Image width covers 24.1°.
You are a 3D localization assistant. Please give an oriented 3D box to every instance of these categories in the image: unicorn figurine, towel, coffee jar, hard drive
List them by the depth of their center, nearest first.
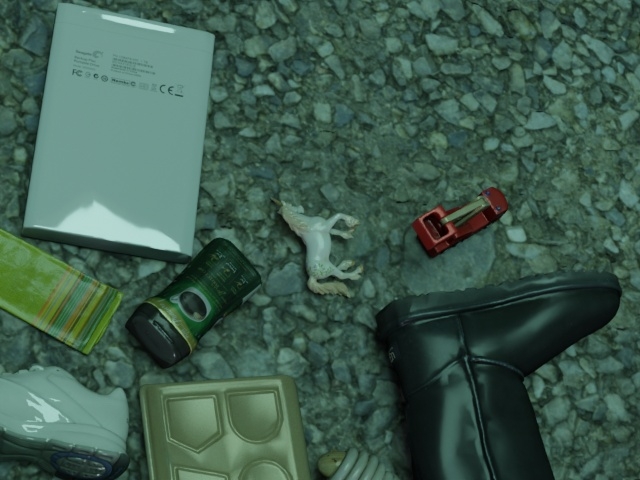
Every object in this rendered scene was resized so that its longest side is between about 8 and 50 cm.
[{"bbox_3d":[-0.389,0.056,2.010,0.237,0.021,0.102,29,62,-4],"label":"towel"},{"bbox_3d":[-0.173,0.086,2.035,0.096,0.079,0.184,49,62,-3],"label":"coffee jar"},{"bbox_3d":[-0.280,-0.153,2.117,0.233,0.047,0.353,10,65,-14],"label":"hard drive"},{"bbox_3d":[0.000,0.000,2.137,0.111,0.060,0.162,-2,69,-19],"label":"unicorn figurine"}]

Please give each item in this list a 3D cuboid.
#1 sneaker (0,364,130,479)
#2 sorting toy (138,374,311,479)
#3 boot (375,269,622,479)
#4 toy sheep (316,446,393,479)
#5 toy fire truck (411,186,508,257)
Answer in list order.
[{"bbox_3d":[-0.383,0.218,1.916,0.297,0.111,0.129,18,49,-15],"label":"sneaker"},{"bbox_3d":[-0.116,0.332,1.978,0.229,0.041,0.307,-1,68,-23],"label":"sorting toy"},{"bbox_3d":[0.295,0.282,2.065,0.367,0.146,0.445,-9,68,-11],"label":"boot"},{"bbox_3d":[0.053,0.327,2.009,0.132,0.091,0.091,33,63,-7],"label":"toy sheep"},{"bbox_3d":[0.204,-0.032,2.173,0.192,0.135,0.047,-29,80,-25],"label":"toy fire truck"}]
